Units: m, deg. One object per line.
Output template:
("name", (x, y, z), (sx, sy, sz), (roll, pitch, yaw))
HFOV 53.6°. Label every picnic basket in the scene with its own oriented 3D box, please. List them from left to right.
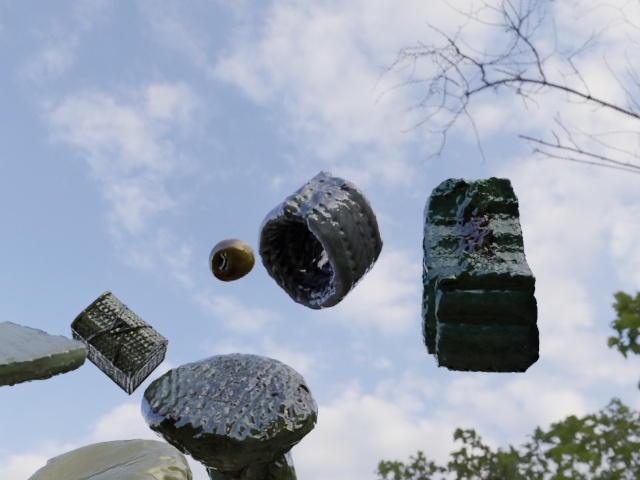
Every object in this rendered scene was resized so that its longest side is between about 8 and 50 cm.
("picnic basket", (-0.474, 0.238, 1.499), (0.196, 0.134, 0.154), (38, -38, 9))

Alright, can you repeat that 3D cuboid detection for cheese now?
("cheese", (-0.275, 0.327, 0.785), (0.226, 0.214, 0.117), (-5, -80, -3))

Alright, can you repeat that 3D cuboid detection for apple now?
("apple", (-0.211, 0.051, 1.537), (0.114, 0.099, 0.102), (-57, -23, 17))

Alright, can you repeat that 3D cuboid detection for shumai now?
("shumai", (-0.187, 0.447, 1.389), (0.397, 0.324, 0.323), (9, -66, 32))

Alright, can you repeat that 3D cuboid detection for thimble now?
("thimble", (0.000, 0.000, 1.226), (0.157, 0.217, 0.245), (-44, -34, -36))

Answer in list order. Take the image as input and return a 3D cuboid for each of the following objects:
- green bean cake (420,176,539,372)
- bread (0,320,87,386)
("green bean cake", (0.249, 0.049, 1.051), (0.169, 0.308, 0.300), (1, -3, 7))
("bread", (-0.306, 0.111, 0.577), (0.193, 0.036, 0.112), (0, 8, 43))
